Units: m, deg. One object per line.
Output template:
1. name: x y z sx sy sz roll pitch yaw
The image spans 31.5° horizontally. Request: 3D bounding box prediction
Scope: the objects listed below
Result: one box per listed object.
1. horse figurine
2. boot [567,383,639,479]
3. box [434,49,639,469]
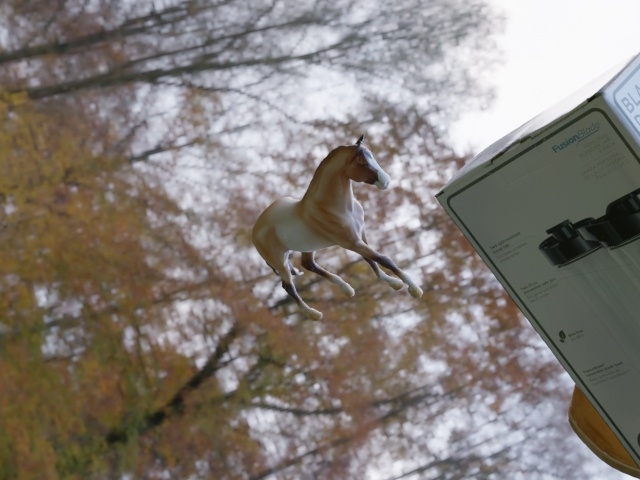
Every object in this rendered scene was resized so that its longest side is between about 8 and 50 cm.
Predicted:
1. horse figurine: 0.000 0.000 1.218 0.263 0.066 0.174 -16 -62 51
2. boot: 0.324 0.089 1.123 0.295 0.104 0.211 -85 -167 -71
3. box: 0.236 0.030 0.793 0.290 0.087 0.169 52 -42 -3
